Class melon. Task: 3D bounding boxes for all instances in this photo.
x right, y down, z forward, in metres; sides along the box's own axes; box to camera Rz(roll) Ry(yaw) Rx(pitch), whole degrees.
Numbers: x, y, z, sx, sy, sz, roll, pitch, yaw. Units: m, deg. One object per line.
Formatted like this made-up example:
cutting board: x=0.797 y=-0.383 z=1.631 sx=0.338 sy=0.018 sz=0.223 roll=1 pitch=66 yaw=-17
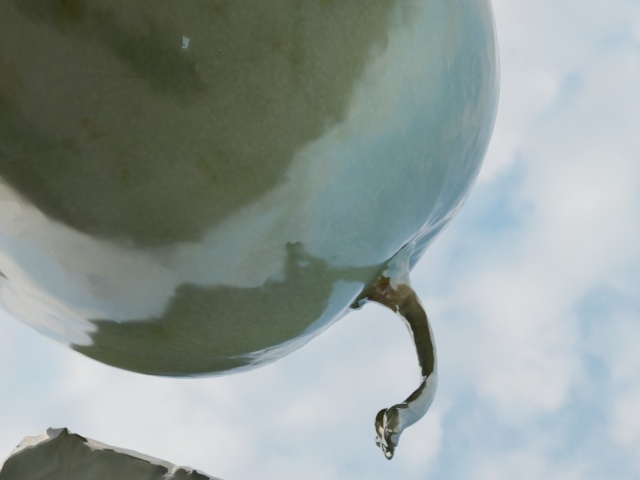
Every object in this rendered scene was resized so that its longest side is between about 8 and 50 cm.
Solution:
melon: x=-0.065 y=-0.084 z=0.492 sx=0.272 sy=0.308 sz=0.272 roll=-33 pitch=-165 yaw=10

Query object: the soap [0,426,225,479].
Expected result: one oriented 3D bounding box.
soap: x=0.044 y=0.290 z=0.566 sx=0.350 sy=0.435 sz=0.213 roll=5 pitch=-118 yaw=52
